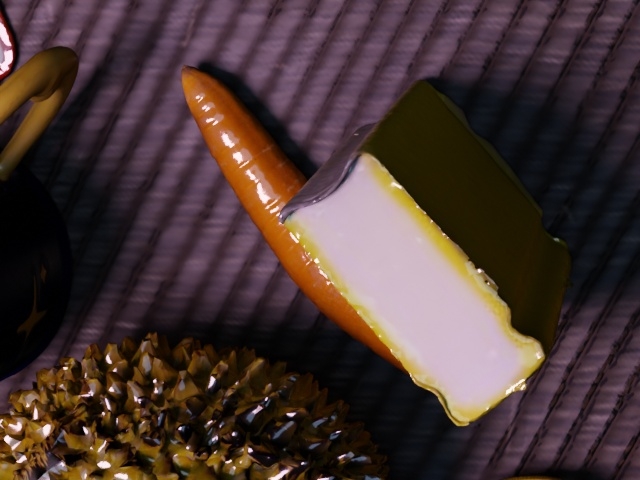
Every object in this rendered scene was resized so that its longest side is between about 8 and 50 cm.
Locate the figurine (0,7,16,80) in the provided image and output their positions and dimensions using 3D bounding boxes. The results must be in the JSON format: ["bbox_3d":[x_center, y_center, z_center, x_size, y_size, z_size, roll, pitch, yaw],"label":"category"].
[{"bbox_3d":[-0.317,-0.132,0.969,0.183,0.226,0.160,-22,95,10],"label":"figurine"}]

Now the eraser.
[{"bbox_3d":[0.071,-0.001,0.946,0.069,0.226,0.158,-41,94,19],"label":"eraser"}]

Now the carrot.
[{"bbox_3d":[-0.001,0.000,1.038,0.271,0.066,0.062,42,74,9],"label":"carrot"}]

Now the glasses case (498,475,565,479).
[{"bbox_3d":[0.146,0.263,1.058,0.079,0.064,0.234,-5,102,11],"label":"glasses case"}]

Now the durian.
[{"bbox_3d":[-0.085,0.175,0.996,0.293,0.258,0.258,-8,99,-7],"label":"durian"}]

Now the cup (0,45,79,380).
[{"bbox_3d":[-0.258,-0.005,0.969,0.178,0.256,0.255,13,100,5],"label":"cup"}]
